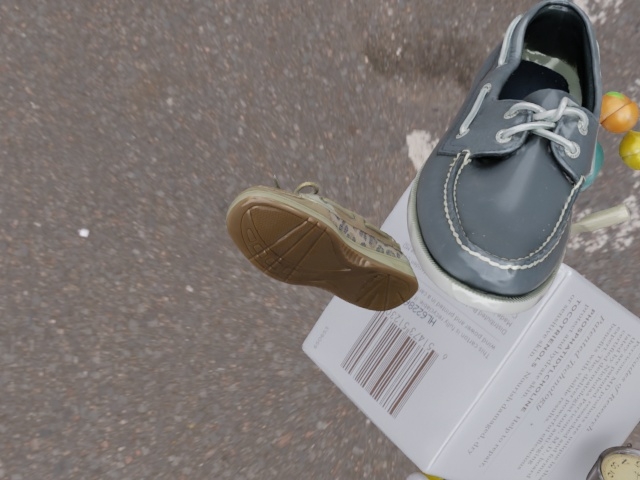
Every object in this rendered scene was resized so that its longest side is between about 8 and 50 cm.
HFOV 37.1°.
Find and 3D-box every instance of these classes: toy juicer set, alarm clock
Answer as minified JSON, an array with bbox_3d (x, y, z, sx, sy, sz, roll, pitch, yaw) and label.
[{"bbox_3d":[0.432,-0.126,1.554,0.209,0.329,0.089,-3,45,11],"label":"toy juicer set"},{"bbox_3d":[0.419,0.355,1.303,0.129,0.192,0.064,40,126,29],"label":"alarm clock"}]

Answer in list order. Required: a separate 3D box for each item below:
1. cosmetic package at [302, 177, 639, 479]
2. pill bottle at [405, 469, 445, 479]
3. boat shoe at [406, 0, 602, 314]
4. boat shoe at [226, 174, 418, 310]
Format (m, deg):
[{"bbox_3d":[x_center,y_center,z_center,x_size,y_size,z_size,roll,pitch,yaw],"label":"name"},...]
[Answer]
[{"bbox_3d":[0.260,0.166,1.438,0.327,0.394,0.329,-57,43,5],"label":"cosmetic package"},{"bbox_3d":[0.181,0.410,1.582,0.116,0.065,0.065,-14,80,-38],"label":"pill bottle"},{"bbox_3d":[0.144,-0.077,0.689,0.116,0.099,0.319,22,41,6],"label":"boat shoe"},{"bbox_3d":[0.000,0.000,1.143,0.104,0.285,0.089,-36,44,27],"label":"boat shoe"}]
